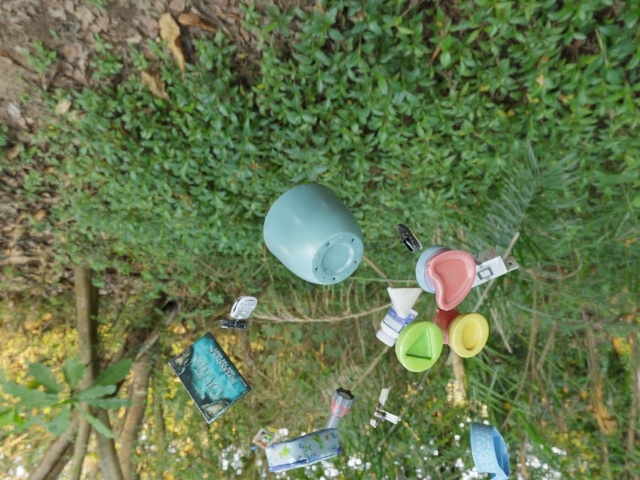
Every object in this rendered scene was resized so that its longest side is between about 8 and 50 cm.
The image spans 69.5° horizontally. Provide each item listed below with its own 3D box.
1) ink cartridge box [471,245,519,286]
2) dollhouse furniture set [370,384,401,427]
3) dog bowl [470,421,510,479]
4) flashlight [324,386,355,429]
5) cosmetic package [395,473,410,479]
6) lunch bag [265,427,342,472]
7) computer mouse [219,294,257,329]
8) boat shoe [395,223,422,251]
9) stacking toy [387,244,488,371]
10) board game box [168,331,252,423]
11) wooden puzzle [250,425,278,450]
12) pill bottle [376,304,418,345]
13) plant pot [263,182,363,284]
[{"bbox_3d":[0.506,0.078,1.428,0.180,0.060,0.104,-27,-170,16],"label":"ink cartridge box"},{"bbox_3d":[0.216,0.524,1.442,0.081,0.114,0.091,19,-159,22],"label":"dollhouse furniture set"},{"bbox_3d":[0.613,0.761,1.655,0.074,0.166,0.297,-13,136,27],"label":"dog bowl"},{"bbox_3d":[0.063,0.852,2.190,0.103,0.304,0.103,12,-165,-36],"label":"flashlight"},{"bbox_3d":[0.305,1.081,1.703,0.161,0.230,0.453,24,177,14],"label":"cosmetic package"},{"bbox_3d":[-0.053,0.664,1.465,0.219,0.090,0.176,7,151,-44],"label":"lunch bag"},{"bbox_3d":[-0.283,0.250,1.650,0.106,0.042,0.193,13,129,-30],"label":"computer mouse"},{"bbox_3d":[0.318,-0.011,1.700,0.042,0.133,0.049,-16,145,-29],"label":"boat shoe"},{"bbox_3d":[0.280,0.175,1.213,0.279,0.309,0.130,-19,-164,-21],"label":"stacking toy"},{"bbox_3d":[-0.273,0.333,1.137,0.126,0.186,0.026,-37,154,-16],"label":"board game box"},{"bbox_3d":[-0.225,0.796,1.849,0.078,0.116,0.014,29,180,-10],"label":"wooden puzzle"},{"bbox_3d":[0.328,0.358,2.002,0.112,0.187,0.112,33,-176,-3],"label":"pill bottle"},{"bbox_3d":[0.000,0.000,1.457,0.293,0.293,0.235,11,-157,-38],"label":"plant pot"}]
